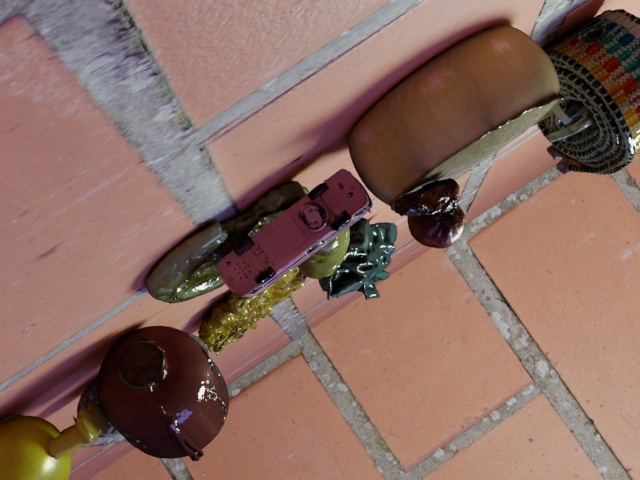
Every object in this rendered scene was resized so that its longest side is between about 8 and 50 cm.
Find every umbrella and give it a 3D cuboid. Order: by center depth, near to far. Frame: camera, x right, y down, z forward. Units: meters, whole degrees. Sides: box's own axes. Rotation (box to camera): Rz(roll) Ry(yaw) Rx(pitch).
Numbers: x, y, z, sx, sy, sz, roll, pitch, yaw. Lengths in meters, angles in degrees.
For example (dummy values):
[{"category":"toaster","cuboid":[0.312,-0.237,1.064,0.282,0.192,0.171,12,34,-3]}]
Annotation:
[{"category":"umbrella","cuboid":[0.059,0.032,2.210,0.094,0.143,0.349,-1,177,16]}]

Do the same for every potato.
[{"category":"potato","cuboid":[0.000,0.000,1.891,0.188,0.085,0.105,89,18,-82]}]

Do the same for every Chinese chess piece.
[{"category":"Chinese chess piece","cuboid":[0.163,-0.146,1.568,0.270,0.112,0.270,-33,173,-5]}]

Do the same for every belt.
[{"category":"belt","cuboid":[0.393,-0.203,1.859,0.160,0.207,0.295,-37,-172,-11]}]

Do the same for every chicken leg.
[{"category":"chicken leg","cuboid":[0.133,-0.051,1.508,0.062,0.037,0.145,-9,-171,42]}]

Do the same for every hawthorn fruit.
[{"category":"hawthorn fruit","cuboid":[0.142,-0.025,1.594,0.077,0.077,0.077,-34,172,-5]}]

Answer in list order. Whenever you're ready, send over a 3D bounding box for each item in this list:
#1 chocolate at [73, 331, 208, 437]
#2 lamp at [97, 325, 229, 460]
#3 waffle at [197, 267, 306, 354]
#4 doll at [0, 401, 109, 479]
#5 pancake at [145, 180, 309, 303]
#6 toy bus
[{"category":"chocolate","cuboid":[-0.282,0.231,2.054,0.248,0.110,0.110,-31,174,15]},{"category":"lamp","cuboid":[-0.224,0.230,1.882,0.180,0.180,0.258,-33,151,-6]},{"category":"waffle","cuboid":[-0.099,0.098,2.180,0.238,0.058,0.243,-30,170,-32]},{"category":"doll","cuboid":[-0.469,0.346,1.856,0.363,0.145,0.199,-28,178,8]},{"category":"pancake","cuboid":[-0.113,0.007,1.630,0.253,0.037,0.253,-34,169,-7]},{"category":"toy bus","cuboid":[-0.030,-0.008,1.571,0.203,0.063,0.090,-36,172,7]}]
